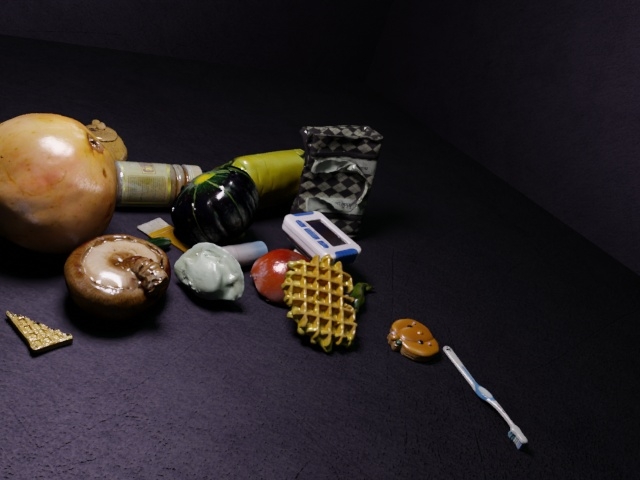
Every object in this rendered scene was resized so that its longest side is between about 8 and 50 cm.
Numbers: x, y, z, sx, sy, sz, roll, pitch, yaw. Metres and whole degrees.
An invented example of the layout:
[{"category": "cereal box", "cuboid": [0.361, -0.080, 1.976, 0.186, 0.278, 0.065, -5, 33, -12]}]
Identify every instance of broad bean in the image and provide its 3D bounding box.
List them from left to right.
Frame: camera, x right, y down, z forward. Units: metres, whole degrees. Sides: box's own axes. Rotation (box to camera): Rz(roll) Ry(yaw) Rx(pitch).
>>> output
[{"category": "broad bean", "cuboid": [0.126, 0.181, 1.867, 0.061, 0.046, 0.195, 24, 28, 12]}]

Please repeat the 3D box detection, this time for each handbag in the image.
[{"category": "handbag", "cuboid": [0.036, -0.220, 2.101, 0.316, 0.417, 0.180, -2, 27, -34]}]

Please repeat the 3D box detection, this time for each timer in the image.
[{"category": "timer", "cuboid": [0.000, 0.000, 1.924, 0.178, 0.078, 0.253, -9, 41, -44]}]

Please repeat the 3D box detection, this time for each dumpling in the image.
[{"category": "dumpling", "cuboid": [-0.320, 0.100, 1.618, 0.219, 0.153, 0.108, 16, 27, 5]}]

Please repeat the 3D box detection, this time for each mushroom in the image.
[{"category": "mushroom", "cuboid": [-0.524, 0.098, 1.498, 0.278, 0.163, 0.297, 20, 28, 17]}]

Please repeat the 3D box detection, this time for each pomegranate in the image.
[{"category": "pomegranate", "cuboid": [-0.762, -0.145, 1.564, 0.411, 0.412, 0.412, 15, 30, -9]}]

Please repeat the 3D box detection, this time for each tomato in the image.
[{"category": "tomato", "cuboid": [-0.104, 0.091, 1.777, 0.199, 0.112, 0.228, 40, 36, 10]}]

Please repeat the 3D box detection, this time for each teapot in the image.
[{"category": "teapot", "cuboid": [-0.798, -0.342, 2.042, 0.203, 0.167, 0.311, 2, 35, -30]}]

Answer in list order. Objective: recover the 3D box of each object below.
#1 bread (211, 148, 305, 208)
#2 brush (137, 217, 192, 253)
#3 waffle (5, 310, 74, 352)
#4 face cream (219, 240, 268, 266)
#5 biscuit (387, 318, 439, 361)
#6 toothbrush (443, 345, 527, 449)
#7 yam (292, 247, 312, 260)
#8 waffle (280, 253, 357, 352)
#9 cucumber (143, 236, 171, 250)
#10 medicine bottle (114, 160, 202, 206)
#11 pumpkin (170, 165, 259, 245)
[{"category": "bread", "cuboid": [-0.225, -0.222, 2.130, 0.376, 0.251, 0.209, -14, 85, -49]}, {"category": "brush", "cuboid": [-0.458, 0.009, 1.826, 0.272, 0.013, 0.103, 31, 32, 17]}, {"category": "waffle", "cuboid": [-0.674, 0.207, 1.357, 0.152, 0.023, 0.097, 36, 32, 27]}, {"category": "face cream", "cuboid": [-0.285, 0.054, 1.791, 0.250, 0.077, 0.077, -11, 42, -42]}, {"category": "biscuit", "cuboid": [0.285, 0.301, 1.760, 0.170, 0.050, 0.170, 15, 29, -9]}, {"category": "toothbrush", "cuboid": [0.473, 0.440, 1.657, 0.040, 0.040, 0.386, 2, 34, -29]}, {"category": "yam", "cuboid": [-0.024, 0.089, 1.909, 0.169, 0.068, 0.068, 31, 31, 25]}, {"category": "waffle", "cuboid": [0.014, 0.173, 1.679, 0.283, 0.065, 0.309, -33, 84, -42]}, {"category": "cucumber", "cuboid": [-0.509, 0.014, 1.754, 0.048, 0.048, 0.105, 37, 31, 27]}, {"category": "medicine bottle", "cuboid": [-0.577, -0.190, 1.939, 0.322, 0.151, 0.151, -1, 36, -33]}, {"category": "pumpkin", "cuboid": [-0.333, -0.085, 1.856, 0.295, 0.296, 0.296, 15, 30, -9]}]
